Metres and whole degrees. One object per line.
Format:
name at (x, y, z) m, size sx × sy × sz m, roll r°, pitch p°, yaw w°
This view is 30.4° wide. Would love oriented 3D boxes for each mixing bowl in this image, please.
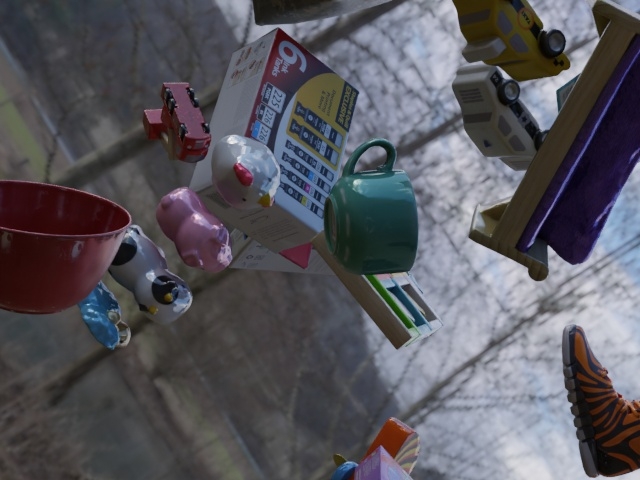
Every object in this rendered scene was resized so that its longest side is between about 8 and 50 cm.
mixing bowl at (-0.281, 0.012, 1.151) m, size 0.181 × 0.181 × 0.098 m, roll -140°, pitch -123°, yaw -62°

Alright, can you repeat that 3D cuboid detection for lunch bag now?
lunch bag at (0.051, -0.478, 2.045) m, size 0.235 × 0.287 × 0.169 m, roll -6°, pitch -85°, yaw 52°

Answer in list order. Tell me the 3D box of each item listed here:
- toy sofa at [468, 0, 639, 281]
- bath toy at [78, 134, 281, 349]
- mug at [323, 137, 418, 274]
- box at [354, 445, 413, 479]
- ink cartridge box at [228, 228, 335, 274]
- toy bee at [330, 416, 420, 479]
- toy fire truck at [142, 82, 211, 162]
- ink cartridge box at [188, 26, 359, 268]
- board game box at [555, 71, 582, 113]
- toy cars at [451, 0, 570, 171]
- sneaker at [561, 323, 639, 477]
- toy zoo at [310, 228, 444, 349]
toy sofa at (0.350, -0.128, 1.534) m, size 0.177 × 0.362 × 0.150 m, roll 27°, pitch 18°, yaw 2°
bath toy at (-0.190, 0.000, 1.647) m, size 0.151 × 0.348 × 0.129 m, roll 46°, pitch 2°, yaw -12°
mug at (0.056, -0.034, 1.478) m, size 0.129 × 0.097 × 0.158 m, roll 106°, pitch -23°, yaw -60°
box at (0.130, 0.398, 1.581) m, size 0.201 × 0.057 × 0.293 m, roll 47°, pitch 5°, yaw -1°
ink cartridge box at (0.000, 0.000, 2.225) m, size 0.165 × 0.332 × 0.065 m, roll -46°, pitch -133°, yaw 45°
toy bee at (0.072, 0.456, 2.067) m, size 0.195 × 0.298 × 0.162 m, roll 56°, pitch 1°, yaw 38°
toy fire truck at (-0.230, -0.175, 1.872) m, size 0.135 × 0.047 × 0.192 m, roll 109°, pitch -34°, yaw -42°
ink cartridge box at (-0.049, -0.150, 1.994) m, size 0.272 × 0.309 × 0.130 m, roll 34°, pitch -35°, yaw -32°
board game box at (0.710, -0.311, 2.481) m, size 0.254 × 0.336 × 0.079 m, roll 142°, pitch -50°, yaw -61°
toy cars at (0.234, -0.206, 1.558) m, size 0.176 × 0.087 × 0.394 m, roll 32°, pitch -21°, yaw 24°
sneaker at (0.592, 0.312, 2.368) m, size 0.124 × 0.180 × 0.321 m, roll -39°, pitch 116°, yaw -72°
toy zoo at (0.093, 0.064, 1.713) m, size 0.192 × 0.030 × 0.293 m, roll 51°, pitch 13°, yaw 9°
